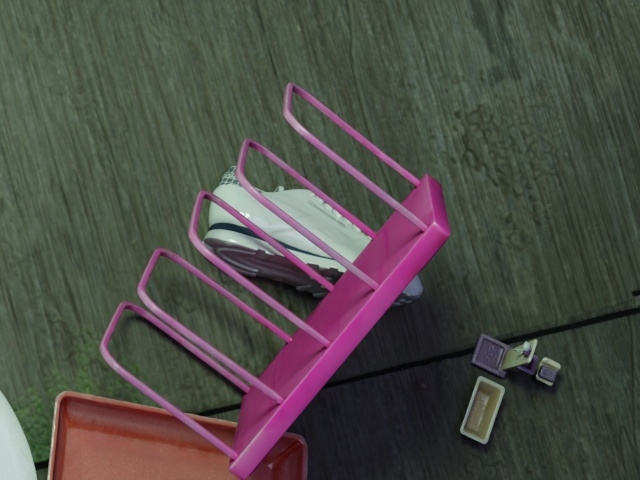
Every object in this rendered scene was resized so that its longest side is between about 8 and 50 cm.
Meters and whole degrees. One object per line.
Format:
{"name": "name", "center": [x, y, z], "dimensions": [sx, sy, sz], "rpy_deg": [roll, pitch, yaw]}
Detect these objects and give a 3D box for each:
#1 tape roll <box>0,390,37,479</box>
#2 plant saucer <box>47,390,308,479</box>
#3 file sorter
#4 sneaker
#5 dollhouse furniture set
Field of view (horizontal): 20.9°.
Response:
{"name": "tape roll", "center": [-0.442, 0.242, 1.517], "dimensions": [0.392, 0.072, 0.392], "rpy_deg": [6, 71, -18]}
{"name": "plant saucer", "center": [-0.141, 0.288, 1.614], "dimensions": [0.258, 0.048, 0.259], "rpy_deg": [13, 62, -22]}
{"name": "file sorter", "center": [-0.045, 0.026, 1.588], "dimensions": [0.182, 0.202, 0.290], "rpy_deg": [38, 102, -8]}
{"name": "sneaker", "center": [0.000, 0.000, 1.746], "dimensions": [0.235, 0.090, 0.095], "rpy_deg": [21, 62, -16]}
{"name": "dollhouse furniture set", "center": [0.201, 0.157, 1.780], "dimensions": [0.091, 0.081, 0.114], "rpy_deg": [26, 70, -13]}
